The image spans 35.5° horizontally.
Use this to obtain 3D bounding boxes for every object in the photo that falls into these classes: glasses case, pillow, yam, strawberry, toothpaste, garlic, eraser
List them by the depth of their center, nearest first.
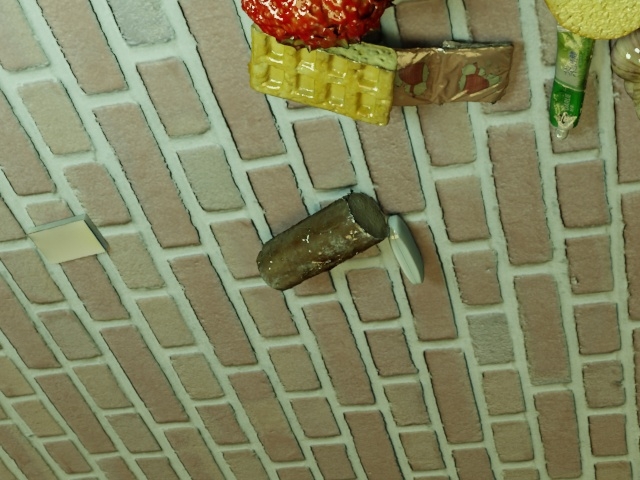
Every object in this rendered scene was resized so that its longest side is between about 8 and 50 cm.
[{"bbox_3d":[-0.027,-0.441,1.574,0.250,0.238,0.288,-24,114,11],"label":"strawberry"},{"bbox_3d":[0.622,-0.297,1.699,0.245,0.160,0.245,21,136,22],"label":"garlic"},{"bbox_3d":[0.449,-0.286,1.801,0.078,0.047,0.248,1,132,3],"label":"toothpaste"},{"bbox_3d":[0.220,-0.303,1.808,0.248,0.049,0.135,-1,135,2],"label":"pillow"},{"bbox_3d":[0.001,0.000,2.078,0.279,0.131,0.131,-28,125,30],"label":"yam"},{"bbox_3d":[0.181,0.021,2.113,0.045,0.067,0.178,-16,131,18],"label":"glasses case"},{"bbox_3d":[-0.558,-0.001,2.207,0.150,0.023,0.104,-13,131,18],"label":"eraser"}]

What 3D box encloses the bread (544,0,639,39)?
[{"bbox_3d":[0.465,-0.404,1.628,0.260,0.129,0.134,0,141,8],"label":"bread"}]

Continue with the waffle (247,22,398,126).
[{"bbox_3d":[0.004,-0.301,1.774,0.274,0.057,0.168,17,150,8],"label":"waffle"}]
